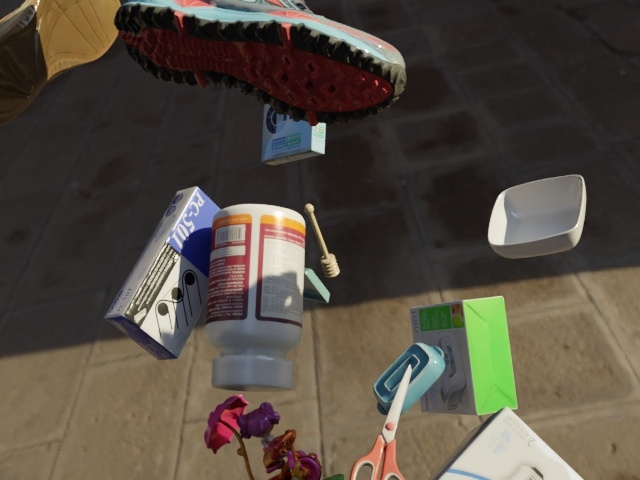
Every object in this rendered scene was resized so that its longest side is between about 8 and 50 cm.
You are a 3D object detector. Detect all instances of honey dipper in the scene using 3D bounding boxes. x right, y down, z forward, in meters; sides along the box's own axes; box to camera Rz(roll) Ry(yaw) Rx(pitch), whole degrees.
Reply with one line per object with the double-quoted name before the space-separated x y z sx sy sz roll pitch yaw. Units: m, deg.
"honey dipper" 0.000 0.000 1.536 0.030 0.161 0.030 -14 34 9

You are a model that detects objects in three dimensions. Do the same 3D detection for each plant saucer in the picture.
"plant saucer" -0.048 0.065 1.358 0.018 0.067 0.192 -45 22 -21

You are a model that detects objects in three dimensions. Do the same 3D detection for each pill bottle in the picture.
"pill bottle" -0.081 0.075 1.031 0.121 0.121 0.221 -3 75 19

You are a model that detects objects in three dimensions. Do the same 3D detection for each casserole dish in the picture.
"casserole dish" 0.182 0.291 1.752 0.188 0.037 0.114 -45 32 1

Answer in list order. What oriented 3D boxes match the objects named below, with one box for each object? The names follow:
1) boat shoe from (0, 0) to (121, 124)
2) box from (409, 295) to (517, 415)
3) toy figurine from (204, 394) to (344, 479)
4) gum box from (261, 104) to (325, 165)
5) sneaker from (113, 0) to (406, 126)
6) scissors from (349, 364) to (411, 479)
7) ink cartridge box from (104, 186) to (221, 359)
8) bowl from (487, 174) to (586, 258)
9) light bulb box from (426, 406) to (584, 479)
"boat shoe" -0.413 -0.271 1.158 0.123 0.123 0.342 -3 40 33
"box" 0.337 0.275 1.957 0.126 0.262 0.231 -2 -7 -28
"toy figurine" -0.078 0.273 1.065 0.173 0.159 0.130 -29 -5 19
"gum box" -0.055 -0.261 1.719 0.041 0.184 0.157 10 -13 -44
"sneaker" -0.042 -0.189 0.699 0.261 0.104 0.125 19 60 16
"scissors" 0.111 0.347 1.467 0.109 0.021 0.297 5 54 2
"ink cartridge box" -0.185 0.041 1.060 0.046 0.097 0.207 -11 44 42
"bowl" 0.327 -0.028 1.222 0.142 0.053 0.142 -10 37 31
"light bulb box" 0.328 0.575 1.518 0.358 0.225 0.361 43 67 14
